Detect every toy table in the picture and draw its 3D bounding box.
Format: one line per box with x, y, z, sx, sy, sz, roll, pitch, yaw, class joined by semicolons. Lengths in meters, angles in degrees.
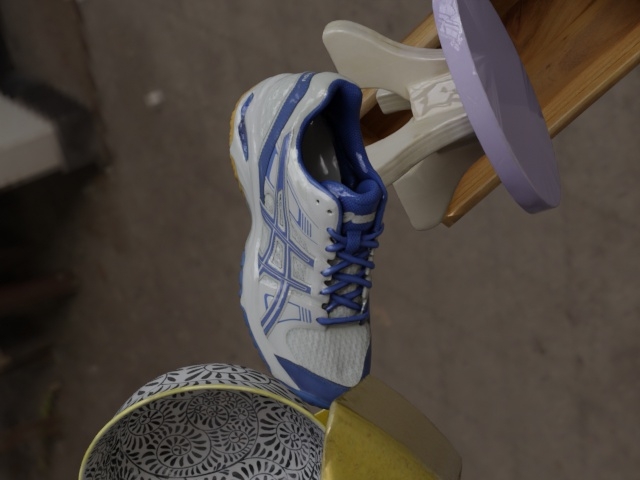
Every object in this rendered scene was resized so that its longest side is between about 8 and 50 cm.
0.125;-0.132;1.925;0.161;0.252;0.274;-17;106;22;toy table

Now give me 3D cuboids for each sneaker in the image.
0.000;0.000;1.587;0.131;0.112;0.296;-10;93;53;sneaker

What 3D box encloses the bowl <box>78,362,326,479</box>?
-0.069;0.135;1.190;0.080;0.170;0.170;-96;2;-56;bowl

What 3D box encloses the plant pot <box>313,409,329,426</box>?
-0.019;0.348;2.209;0.187;0.212;0.212;57;-168;-11;plant pot

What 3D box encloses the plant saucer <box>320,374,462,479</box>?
0.042;0.265;1.234;0.333;0.081;0.333;8;-93;-84;plant saucer

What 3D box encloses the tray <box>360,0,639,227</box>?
0.219;-0.211;2.188;0.203;0.076;0.411;36;120;-21;tray
